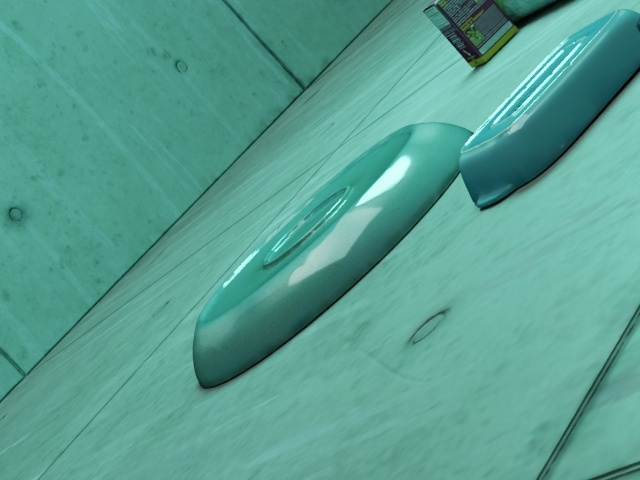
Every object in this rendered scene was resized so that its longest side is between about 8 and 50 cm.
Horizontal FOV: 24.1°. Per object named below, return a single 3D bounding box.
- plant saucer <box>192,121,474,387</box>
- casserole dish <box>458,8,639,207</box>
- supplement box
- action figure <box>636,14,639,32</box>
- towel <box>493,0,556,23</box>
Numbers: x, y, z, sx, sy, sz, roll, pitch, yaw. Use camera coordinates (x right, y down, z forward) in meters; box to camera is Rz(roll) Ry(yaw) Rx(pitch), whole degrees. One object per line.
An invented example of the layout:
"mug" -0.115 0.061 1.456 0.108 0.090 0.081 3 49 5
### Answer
"plant saucer" 0.000 0.000 1.283 0.317 0.043 0.317 -41 8 7
"casserole dish" 0.161 -0.097 1.036 0.188 0.037 0.114 -47 9 -22
"supplement box" 0.158 -0.232 1.581 0.055 0.083 0.043 -44 8 -14
"action figure" 0.285 -0.246 0.760 0.330 0.178 0.341 -89 22 -72
"towel" 0.202 -0.427 1.530 0.090 0.374 0.320 -10 -2 -15
